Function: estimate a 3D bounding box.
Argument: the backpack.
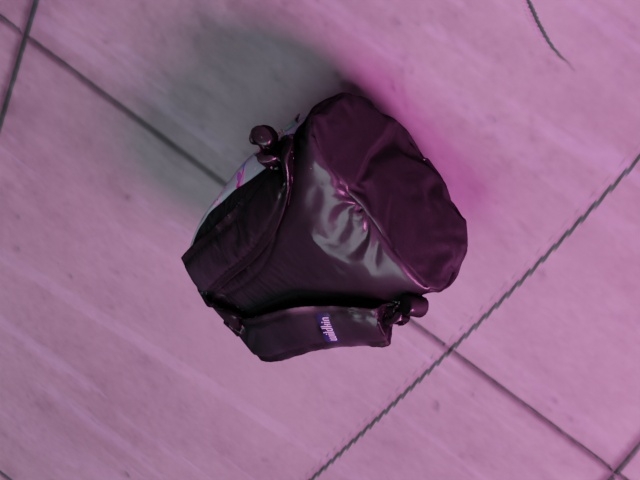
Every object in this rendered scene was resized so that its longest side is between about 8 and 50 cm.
[{"bbox_3d":[0.000,0.000,1.243,0.152,0.115,0.182,57,140,1],"label":"backpack"}]
